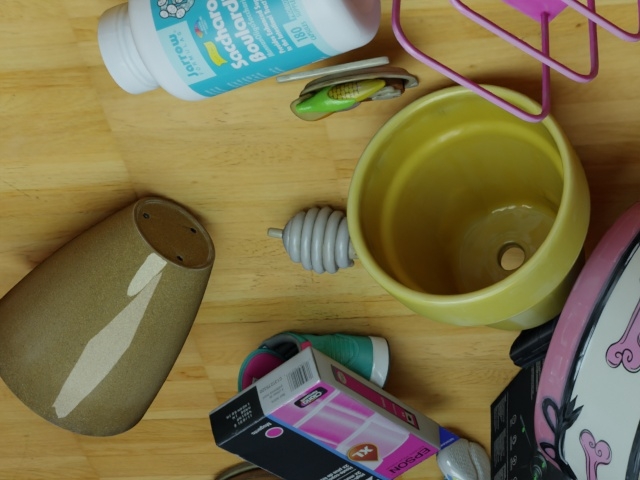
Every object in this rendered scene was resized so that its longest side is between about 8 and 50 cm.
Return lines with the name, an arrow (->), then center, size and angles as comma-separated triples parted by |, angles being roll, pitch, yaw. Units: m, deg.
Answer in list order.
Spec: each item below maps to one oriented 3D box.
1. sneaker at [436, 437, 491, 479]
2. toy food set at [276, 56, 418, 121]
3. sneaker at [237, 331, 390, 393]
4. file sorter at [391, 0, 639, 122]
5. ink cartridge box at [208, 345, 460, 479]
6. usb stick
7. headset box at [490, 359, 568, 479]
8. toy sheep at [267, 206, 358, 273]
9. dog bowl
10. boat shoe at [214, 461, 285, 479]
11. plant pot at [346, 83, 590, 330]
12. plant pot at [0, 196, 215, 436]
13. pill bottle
sneaker -> 0.221, 0.386, 2.178 | 0.126, 0.091, 0.240 | -22, 136, 31
toy food set -> 0.036, -0.150, 1.465 | 0.132, 0.038, 0.192 | -9, 177, 15
sneaker -> -0.037, 0.227, 1.966 | 0.178, 0.124, 0.295 | 12, 134, -18
file sorter -> 0.223, -0.272, 1.257 | 0.202, 0.182, 0.291 | 25, 138, -24
ink cartridge box -> 0.033, 0.272, 1.912 | 0.176, 0.069, 0.371 | -35, 140, 20
usb stick -> 0.290, 0.114, 1.754 | 0.045, 0.077, 0.278 | 39, 169, 4
headset box -> 0.342, 0.271, 1.894 | 0.131, 0.246, 0.283 | 14, 140, -12
toy sheep -> 0.000, 0.000, 1.710 | 0.132, 0.091, 0.091 | 3, 142, 10
dog bowl -> 0.392, 0.128, 1.612 | 0.150, 0.408, 0.408 | 25, 151, 29
boat shoe -> -0.035, 0.409, 2.219 | 0.307, 0.104, 0.110 | -11, 140, 19
plant pot -> 0.187, -0.011, 1.568 | 0.254, 0.254, 0.239 | -12, 155, 20
plant pot -> -0.248, 0.071, 1.739 | 0.237, 0.237, 0.254 | 26, 122, -26
pill bottle -> -0.085, -0.224, 1.377 | 0.264, 0.146, 0.146 | -16, 138, 24
